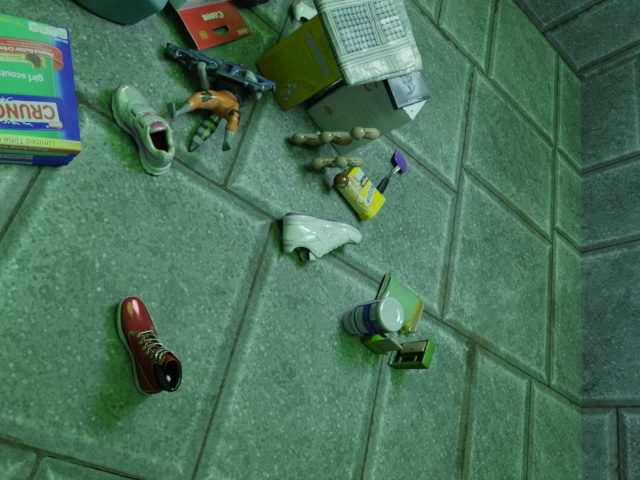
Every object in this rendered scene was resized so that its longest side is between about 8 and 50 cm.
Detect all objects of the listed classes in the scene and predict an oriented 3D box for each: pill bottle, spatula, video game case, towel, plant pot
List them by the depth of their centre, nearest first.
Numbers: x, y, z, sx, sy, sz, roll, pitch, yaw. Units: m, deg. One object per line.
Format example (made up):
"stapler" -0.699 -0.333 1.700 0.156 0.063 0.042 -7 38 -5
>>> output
"plant pot" -0.525 -0.729 1.450 0.252 0.247 0.247 45 50 -42
"towel" 0.148 -0.625 1.602 0.324 0.056 0.312 -24 95 -33
"video game case" 0.240 -0.557 1.717 0.196 0.026 0.274 -29 97 -43
"pill bottle" 0.165 0.250 1.761 0.112 0.186 0.112 14 68 -37
"spatula" 0.275 -0.253 2.123 0.084 0.030 0.296 52 50 -19

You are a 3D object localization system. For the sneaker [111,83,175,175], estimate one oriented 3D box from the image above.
"sneaker" -0.455 -0.305 1.452 0.103 0.111 0.252 -37 101 -42

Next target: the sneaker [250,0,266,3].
"sneaker" -0.152 -0.908 1.852 0.145 0.147 0.385 57 39 -12

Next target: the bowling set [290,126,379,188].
"bowling set" 0.053 -0.270 1.796 0.154 0.287 0.200 -10 96 -52

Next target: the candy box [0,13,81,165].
"candy box" -0.709 -0.341 1.237 0.268 0.122 0.317 -2 79 -42

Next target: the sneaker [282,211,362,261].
"sneaker" 0.000 0.000 1.771 0.305 0.114 0.152 9 84 -34

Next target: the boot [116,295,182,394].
"boot" -0.396 0.237 1.287 0.088 0.176 0.244 -14 85 -41

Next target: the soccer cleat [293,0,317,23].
"soccer cleat" -0.022 -0.824 2.032 0.196 0.068 0.076 -1 92 -40

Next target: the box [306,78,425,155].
"box" 0.159 -0.471 1.879 0.215 0.345 0.168 50 50 -18

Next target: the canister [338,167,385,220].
"canister" 0.141 -0.172 1.953 0.170 0.073 0.126 50 52 -16

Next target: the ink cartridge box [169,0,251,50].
"ink cartridge box" -0.342 -0.746 1.691 0.261 0.066 0.296 57 38 -11

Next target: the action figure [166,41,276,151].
"action figure" -0.326 -0.431 1.616 0.341 0.178 0.330 25 50 1

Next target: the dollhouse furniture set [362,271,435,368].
"dollhouse furniture set" 0.296 0.266 1.890 0.197 0.151 0.301 43 52 -24

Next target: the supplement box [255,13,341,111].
"supplement box" -0.002 -0.596 1.769 0.194 0.356 0.195 -41 106 -41
